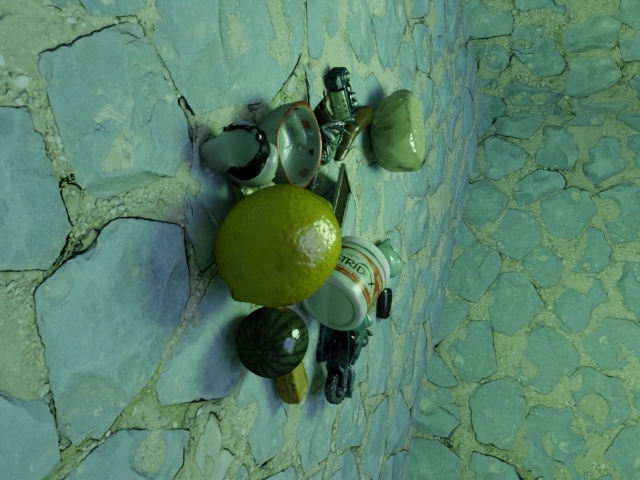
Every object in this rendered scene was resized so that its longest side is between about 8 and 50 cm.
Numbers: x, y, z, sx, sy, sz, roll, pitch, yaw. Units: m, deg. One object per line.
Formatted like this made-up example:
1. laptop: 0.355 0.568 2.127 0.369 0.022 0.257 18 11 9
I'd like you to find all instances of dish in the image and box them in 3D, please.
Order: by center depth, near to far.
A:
1. dish: -0.103 -0.279 1.492 0.256 0.117 0.256 -19 112 -60

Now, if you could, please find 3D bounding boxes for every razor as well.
1. razor: 0.307 0.301 2.424 0.090 0.054 0.148 3 92 -58

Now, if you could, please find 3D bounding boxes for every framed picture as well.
1. framed picture: 0.075 -0.132 1.860 0.289 0.016 0.213 59 42 -75

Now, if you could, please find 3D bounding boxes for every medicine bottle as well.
1. medicine bottle: 0.082 0.148 1.765 0.241 0.253 0.252 -49 136 -44

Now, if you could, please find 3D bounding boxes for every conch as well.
1. conch: 0.306 0.080 2.310 0.221 0.121 0.184 9 83 -69

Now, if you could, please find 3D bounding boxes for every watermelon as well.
1. watermelon: -0.138 0.288 1.448 0.212 0.212 0.212 -18 111 -59

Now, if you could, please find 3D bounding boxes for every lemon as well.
1. lemon: -0.111 0.013 1.322 0.336 0.336 0.336 -18 111 -59

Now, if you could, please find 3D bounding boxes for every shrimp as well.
1. shrimp: 0.010 -0.289 1.677 0.221 0.166 0.410 -128 -123 -83

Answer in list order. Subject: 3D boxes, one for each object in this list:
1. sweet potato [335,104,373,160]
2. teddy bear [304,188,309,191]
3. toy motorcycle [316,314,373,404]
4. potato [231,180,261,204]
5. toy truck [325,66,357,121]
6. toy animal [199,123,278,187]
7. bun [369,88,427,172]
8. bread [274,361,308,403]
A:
1. sweet potato: 0.142 -0.443 1.953 0.108 0.079 0.346 88 27 -52
2. teddy bear: -0.067 -0.054 1.598 0.140 0.177 0.190 -18 119 -10
3. toy motorcycle: 0.106 0.410 1.947 0.232 0.172 0.416 15 77 -57
4. potato: -0.186 -0.102 1.445 0.119 0.054 0.198 -57 142 -36
5. toy truck: 0.074 -0.518 1.832 0.088 0.074 0.201 -51 138 -33
6. toy animal: -0.197 -0.217 1.317 0.179 0.166 0.138 40 61 -70
7. bun: 0.324 -0.453 2.162 0.360 0.211 0.359 -6 90 -66
8. bread: -0.101 0.434 1.666 0.114 0.083 0.211 -50 137 -54
